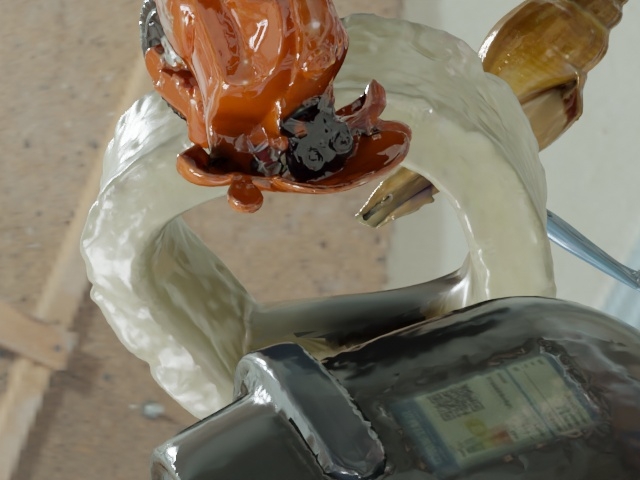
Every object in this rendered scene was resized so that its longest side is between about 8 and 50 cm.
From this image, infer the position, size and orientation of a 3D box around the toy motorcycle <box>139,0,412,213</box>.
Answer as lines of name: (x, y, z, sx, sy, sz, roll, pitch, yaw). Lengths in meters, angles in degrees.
toy motorcycle: (-0.025, -0.147, 1.002, 0.148, 0.325, 0.221, -24, -120, -32)

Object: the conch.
conch: (0.160, -0.125, 1.589, 0.330, 0.093, 0.109, -42, -72, 12)

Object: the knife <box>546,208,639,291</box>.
knife: (0.304, 0.042, 1.662, 0.313, 0.019, 0.044, 33, -153, -4)

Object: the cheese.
cheese: (0.000, 0.004, 1.291, 0.153, 0.332, 0.292, -81, -19, -60)

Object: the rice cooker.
rice cooker: (0.064, 0.154, 0.702, 0.224, 0.267, 0.267, -17, -82, -15)
